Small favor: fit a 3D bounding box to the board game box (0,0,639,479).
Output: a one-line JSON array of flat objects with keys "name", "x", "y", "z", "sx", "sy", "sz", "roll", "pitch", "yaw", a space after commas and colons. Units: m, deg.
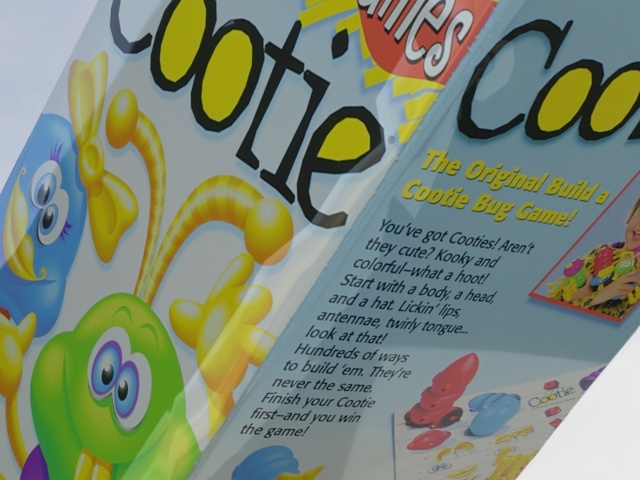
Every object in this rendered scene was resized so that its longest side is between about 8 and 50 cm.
[{"name": "board game box", "x": 0.000, "y": 0.000, "z": 0.432, "sx": 0.144, "sy": 0.142, "sz": 0.275, "roll": 7, "pitch": -54, "yaw": -43}]
